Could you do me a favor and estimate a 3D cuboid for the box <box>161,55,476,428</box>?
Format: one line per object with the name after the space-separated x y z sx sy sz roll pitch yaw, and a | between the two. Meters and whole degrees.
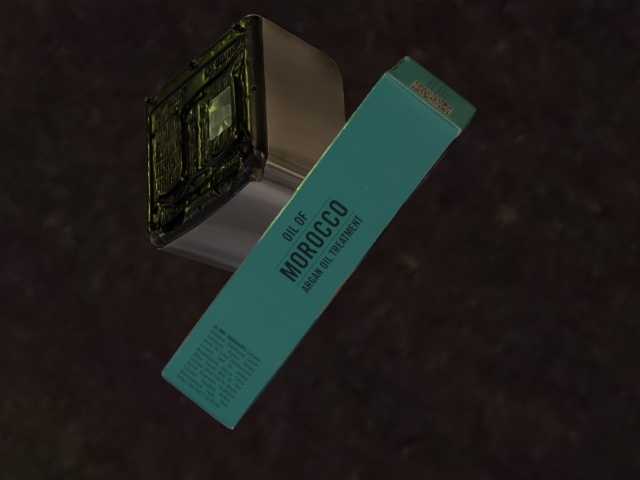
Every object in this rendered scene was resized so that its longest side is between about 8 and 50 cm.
0.000 0.000 1.217 0.060 0.100 0.244 38 106 1 | box

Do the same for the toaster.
-0.067 -0.073 1.641 0.110 0.185 0.168 21 140 -33 | toaster
